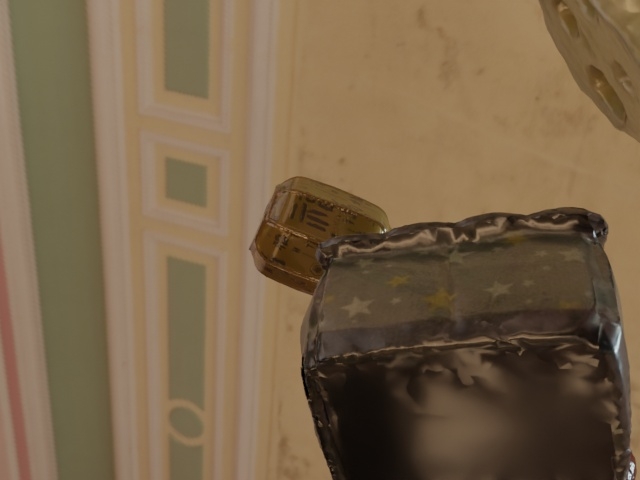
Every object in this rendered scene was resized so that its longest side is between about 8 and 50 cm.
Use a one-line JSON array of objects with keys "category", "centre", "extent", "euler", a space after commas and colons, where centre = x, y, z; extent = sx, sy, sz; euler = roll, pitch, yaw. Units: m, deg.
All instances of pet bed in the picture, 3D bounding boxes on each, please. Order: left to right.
[{"category": "pet bed", "centre": [0.100, 0.073, 0.608], "extent": [0.210, 0.159, 0.183], "euler": [-8, -54, 15]}]

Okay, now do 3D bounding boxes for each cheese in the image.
[{"category": "cheese", "centre": [0.335, -0.245, 0.968], "extent": [0.115, 0.326, 0.318], "euler": [-34, -72, 6]}]

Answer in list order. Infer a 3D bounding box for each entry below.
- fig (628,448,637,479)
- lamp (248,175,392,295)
[{"category": "fig", "centre": [0.390, 0.357, 1.259], "extent": [0.119, 0.119, 0.153], "euler": [10, -79, 18]}, {"category": "lamp", "centre": [0.000, 0.000, 1.263], "extent": [0.185, 0.161, 0.161], "euler": [22, -55, -7]}]
